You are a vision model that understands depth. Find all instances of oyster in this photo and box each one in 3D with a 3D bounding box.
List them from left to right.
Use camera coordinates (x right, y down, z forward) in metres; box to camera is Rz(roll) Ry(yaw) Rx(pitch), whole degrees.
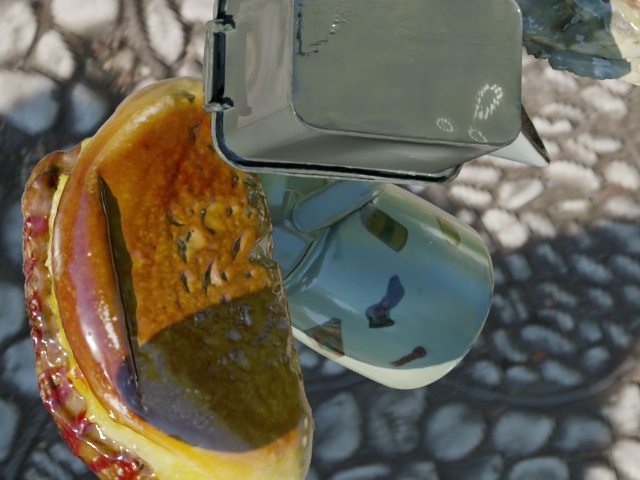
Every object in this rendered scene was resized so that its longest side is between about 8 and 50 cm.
[{"bbox_3d":[0.277,-0.233,1.558,0.355,0.107,0.201,-5,87,3],"label":"oyster"}]

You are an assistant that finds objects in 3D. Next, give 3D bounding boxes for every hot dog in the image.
[{"bbox_3d":[-0.155,0.057,1.598,0.223,0.185,0.405,-5,75,-31],"label":"hot dog"}]

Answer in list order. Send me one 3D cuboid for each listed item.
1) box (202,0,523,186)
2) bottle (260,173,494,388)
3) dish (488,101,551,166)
[{"bbox_3d":[0.041,-0.132,1.399,0.243,0.135,0.163,5,84,-23],"label":"box"},{"bbox_3d":[0.000,0.000,1.917,0.352,0.229,0.229,29,69,-33],"label":"bottle"},{"bbox_3d":[0.133,-0.173,1.840,0.080,0.243,0.182,-37,123,14],"label":"dish"}]
